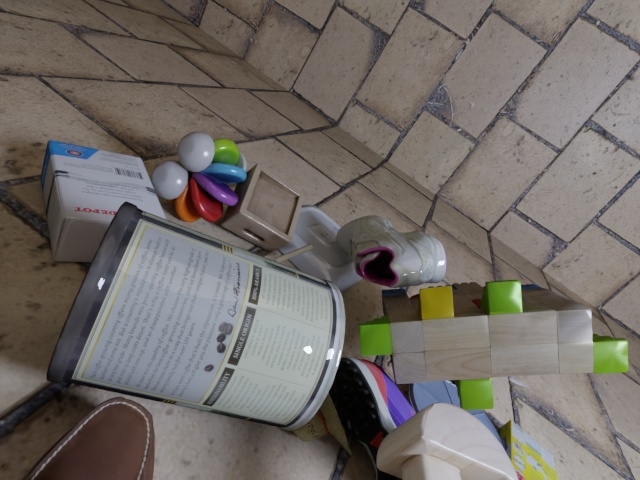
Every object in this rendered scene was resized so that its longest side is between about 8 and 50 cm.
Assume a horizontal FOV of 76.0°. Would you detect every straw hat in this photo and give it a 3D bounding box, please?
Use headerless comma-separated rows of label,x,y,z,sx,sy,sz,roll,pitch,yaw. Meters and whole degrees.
straw hat,-0.014,0.235,0.556,0.061,0.145,0.145,-22,48,-10

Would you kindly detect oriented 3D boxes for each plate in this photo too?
plate,0.000,0.000,1.010,0.277,0.045,0.278,42,26,17

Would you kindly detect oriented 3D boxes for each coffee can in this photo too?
coffee can,-0.137,0.099,0.499,0.275,0.202,0.202,23,28,-22

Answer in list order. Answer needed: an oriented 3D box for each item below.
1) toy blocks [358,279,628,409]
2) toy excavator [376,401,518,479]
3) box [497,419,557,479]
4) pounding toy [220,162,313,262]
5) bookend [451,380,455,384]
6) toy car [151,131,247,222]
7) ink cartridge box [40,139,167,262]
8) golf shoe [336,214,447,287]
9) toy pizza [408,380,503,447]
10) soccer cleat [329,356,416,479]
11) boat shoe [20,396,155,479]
toy blocks,0.262,0.145,0.730,0.380,0.191,0.261,-5,5,6
toy excavator,0.183,0.391,0.268,0.445,0.222,0.433,43,32,8
box,0.365,0.416,0.721,0.105,0.043,0.179,40,24,11
pounding toy,-0.109,-0.018,0.857,0.181,0.094,0.206,32,55,-28
bookend,0.293,0.231,0.902,0.157,0.072,0.156,19,20,-45
toy car,-0.218,-0.109,0.797,0.136,0.182,0.159,53,14,21
ink cartridge box,-0.349,-0.059,0.657,0.148,0.086,0.203,7,38,-43
golf shoe,0.109,0.020,0.851,0.140,0.115,0.306,-16,18,-30
toy pizza,0.237,0.327,0.732,0.201,0.032,0.201,28,22,-13
soccer cleat,0.119,0.300,0.569,0.116,0.109,0.318,16,28,-41
boat shoe,-0.196,0.241,0.283,0.123,0.116,0.324,28,26,-13
